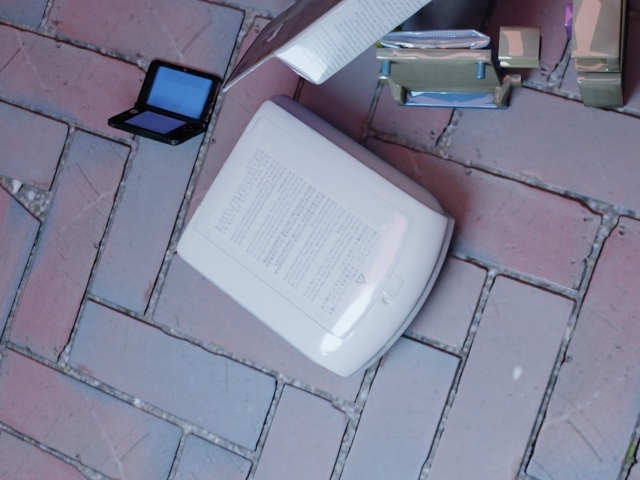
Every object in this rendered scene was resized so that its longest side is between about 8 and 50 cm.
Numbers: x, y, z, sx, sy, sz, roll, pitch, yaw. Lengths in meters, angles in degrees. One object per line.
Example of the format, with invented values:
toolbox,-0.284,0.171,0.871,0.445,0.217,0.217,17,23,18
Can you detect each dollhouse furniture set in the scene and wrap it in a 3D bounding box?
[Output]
dollhouse furniture set,0.188,-0.269,1.431,0.303,0.286,0.198,2,85,15

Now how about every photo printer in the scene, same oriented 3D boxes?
photo printer,0.000,0.000,1.590,0.307,0.107,0.256,35,100,24

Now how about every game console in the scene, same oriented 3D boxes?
game console,-0.212,-0.187,1.738,0.122,0.107,0.071,18,120,27

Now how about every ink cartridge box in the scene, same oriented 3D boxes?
ink cartridge box,0.058,-0.287,1.490,0.330,0.324,0.071,-35,104,20

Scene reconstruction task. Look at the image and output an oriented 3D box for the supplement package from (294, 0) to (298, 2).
supplement package,0.006,-0.469,1.603,0.293,0.175,0.177,-39,72,17
